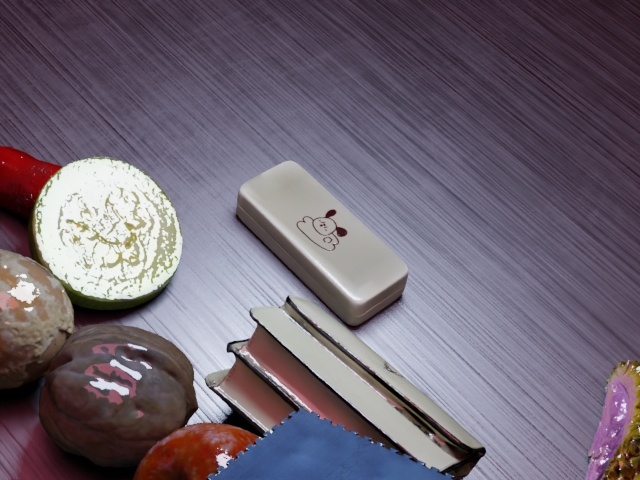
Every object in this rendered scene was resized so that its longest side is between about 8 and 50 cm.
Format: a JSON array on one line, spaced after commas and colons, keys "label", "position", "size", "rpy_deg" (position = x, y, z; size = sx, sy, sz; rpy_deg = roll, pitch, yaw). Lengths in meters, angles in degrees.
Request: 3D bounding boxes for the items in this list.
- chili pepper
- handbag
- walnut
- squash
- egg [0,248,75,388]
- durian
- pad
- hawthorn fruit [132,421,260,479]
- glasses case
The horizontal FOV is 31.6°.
[{"label": "chili pepper", "position": [-0.515, -0.105, 1.885], "size": [0.387, 0.110, 0.110], "rpy_deg": [23, 51, 11]}, {"label": "handbag", "position": [0.046, 0.242, 1.634], "size": [0.358, 0.160, 0.237], "rpy_deg": [40, 17, 21]}, {"label": "walnut", "position": [-0.283, 0.221, 1.602], "size": [0.224, 0.224, 0.224], "rpy_deg": [5, 50, -6]}, {"label": "squash", "position": [-0.339, -0.014, 1.810], "size": [0.252, 0.049, 0.252], "rpy_deg": [9, 68, -24]}, {"label": "egg", "position": [-0.477, 0.112, 1.650], "size": [0.245, 0.203, 0.203], "rpy_deg": [20, 50, 11]}, {"label": "durian", "position": [0.509, 0.317, 1.711], "size": [0.191, 0.112, 0.341], "rpy_deg": [20, 48, 10]}, {"label": "pad", "position": [0.015, 0.306, 1.374], "size": [0.269, 0.012, 0.269], "rpy_deg": [22, 27, 27]}, {"label": "hawthorn fruit", "position": [-0.138, 0.343, 1.493], "size": [0.231, 0.263, 0.235], "rpy_deg": [-4, 36, -15]}, {"label": "glasses case", "position": [0.000, 0.000, 1.910], "size": [0.131, 0.070, 0.313], "rpy_deg": [-31, 62, -30]}]
